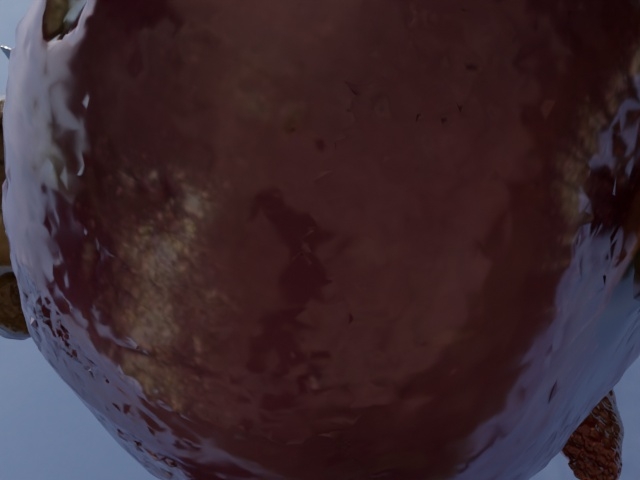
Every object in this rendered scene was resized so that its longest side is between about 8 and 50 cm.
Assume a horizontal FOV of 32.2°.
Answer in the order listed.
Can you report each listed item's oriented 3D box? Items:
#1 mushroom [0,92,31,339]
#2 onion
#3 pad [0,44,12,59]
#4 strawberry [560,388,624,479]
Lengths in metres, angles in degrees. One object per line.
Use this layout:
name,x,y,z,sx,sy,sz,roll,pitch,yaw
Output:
mushroom,-0.201,-0.011,0.849,0.253,0.153,0.253,7,-34,5
onion,0.058,-0.028,0.464,0.358,0.358,0.345,-44,-100,15
pad,-0.141,-0.043,0.960,0.202,0.300,0.005,23,-115,41
strawberry,0.260,0.158,1.236,0.107,0.175,0.236,-45,-96,5
